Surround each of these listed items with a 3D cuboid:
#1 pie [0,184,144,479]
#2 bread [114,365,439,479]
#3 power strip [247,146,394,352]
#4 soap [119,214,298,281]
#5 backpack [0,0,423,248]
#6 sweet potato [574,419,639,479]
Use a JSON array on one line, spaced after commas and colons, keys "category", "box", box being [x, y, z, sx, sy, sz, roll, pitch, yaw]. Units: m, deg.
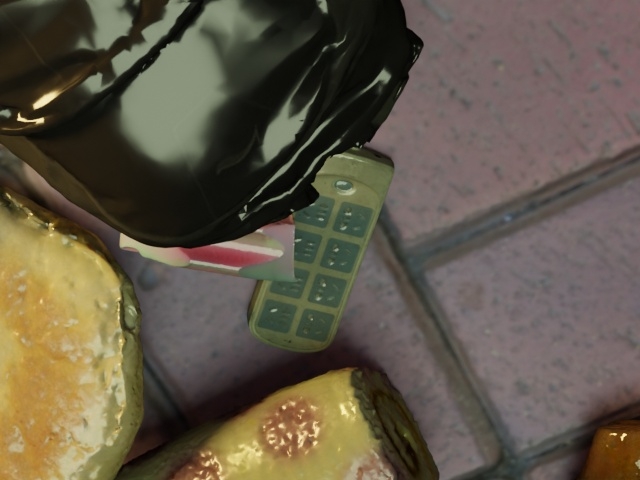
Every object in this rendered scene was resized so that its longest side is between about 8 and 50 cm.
[{"category": "pie", "box": [-0.291, 0.115, 1.275, 0.337, 0.075, 0.338, 0, 90, -1]}, {"category": "bread", "box": [-0.077, 0.234, 1.354, 0.338, 0.187, 0.155, -28, 82, 8]}, {"category": "power strip", "box": [0.000, 0.000, 1.328, 0.080, 0.029, 0.227, 14, 114, -11]}, {"category": "soap", "box": [-0.088, -0.011, 1.272, 0.149, 0.100, 0.056, 9, 107, -6]}, {"category": "backpack", "box": [-0.146, -0.192, 1.104, 0.363, 0.255, 0.446, -41, 99, 13]}, {"category": "sweet potato", "box": [0.271, 0.257, 1.451, 0.097, 0.097, 0.252, 13, 119, -11]}]
